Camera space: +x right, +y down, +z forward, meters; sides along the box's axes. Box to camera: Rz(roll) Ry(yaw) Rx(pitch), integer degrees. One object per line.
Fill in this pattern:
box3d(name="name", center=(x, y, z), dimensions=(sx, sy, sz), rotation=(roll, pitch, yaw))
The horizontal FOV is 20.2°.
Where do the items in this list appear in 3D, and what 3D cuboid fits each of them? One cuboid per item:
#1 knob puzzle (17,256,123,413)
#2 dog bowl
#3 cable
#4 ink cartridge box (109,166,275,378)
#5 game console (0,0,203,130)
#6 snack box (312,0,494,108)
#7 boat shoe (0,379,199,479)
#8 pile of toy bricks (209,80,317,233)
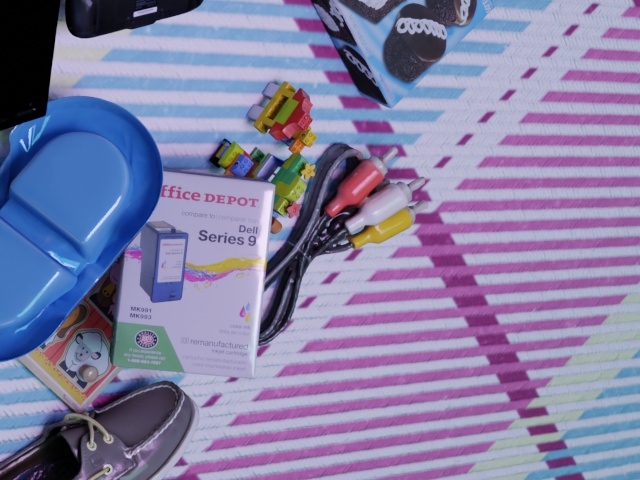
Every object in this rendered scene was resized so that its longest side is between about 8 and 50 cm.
box3d(name="knob puzzle", center=(-0.242, 0.075, 1.946), dimensions=(0.213, 0.030, 0.213), rotation=(-18, 120, -34))
box3d(name="dog bowl", center=(-0.280, -0.005, 1.792), dimensions=(0.297, 0.166, 0.074), rotation=(-51, 172, -10))
box3d(name="cable", center=(0.000, 0.000, 2.093), dimensions=(0.287, 0.072, 0.139), rotation=(-45, 127, -16))
box3d(name="ink cartridge box", center=(-0.137, 0.032, 1.905), dimensions=(0.154, 0.093, 0.212), rotation=(7, 91, -7))
box3d(name="game console", center=(-0.234, -0.232, 1.757), dimensions=(0.361, 0.044, 0.213), rotation=(-24, 135, -48))
box3d(name="snack box", center=(0.066, -0.327, 2.007), dimensions=(0.187, 0.060, 0.322), rotation=(-45, 132, -16))
box3d(name="boat shoe", center=(-0.265, 0.245, 1.950), dimensions=(0.305, 0.109, 0.091), rotation=(-36, 134, -19))
box3d(name="pile of toy bricks", center=(-0.055, -0.060, 1.993), dimensions=(0.212, 0.105, 0.118), rotation=(-55, 134, -6))
